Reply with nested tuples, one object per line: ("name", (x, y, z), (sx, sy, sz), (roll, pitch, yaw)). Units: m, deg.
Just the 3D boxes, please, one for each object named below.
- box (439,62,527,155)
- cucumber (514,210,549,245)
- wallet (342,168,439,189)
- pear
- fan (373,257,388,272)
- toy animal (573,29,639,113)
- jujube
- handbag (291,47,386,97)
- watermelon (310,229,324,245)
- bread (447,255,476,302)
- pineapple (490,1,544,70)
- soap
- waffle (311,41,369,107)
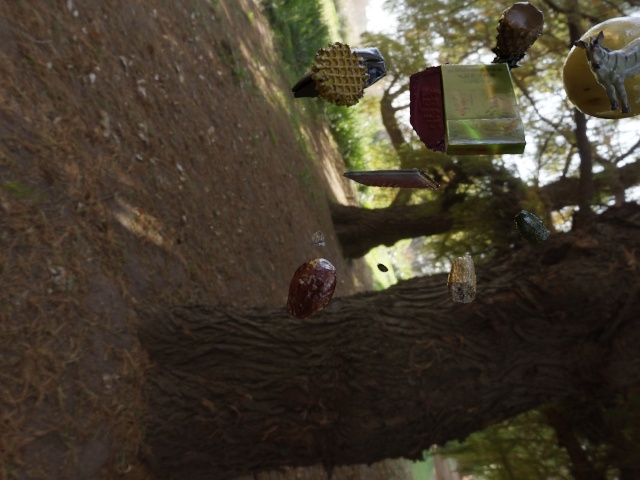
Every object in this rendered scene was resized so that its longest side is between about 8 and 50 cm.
("box", (0.390, -0.330, 1.106), (0.043, 0.173, 0.311), (80, 15, -53))
("cucumber", (0.605, -0.035, 1.295), (0.107, 0.067, 0.035), (44, 27, -11))
("wallet", (0.156, -0.136, 1.002), (0.103, 0.197, 0.020), (20, 80, -46))
("pear", (1.031, -0.591, 1.560), (0.348, 0.349, 0.348), (-14, 90, -80))
("fan", (0.255, 0.112, 1.919), (0.003, 0.080, 0.060), (-46, 162, -31))
("toy animal", (0.614, -0.359, 0.907), (0.175, 0.217, 0.073), (63, -11, -21))
("jujube", (-0.039, 0.206, 1.914), (0.197, 0.197, 0.290), (-88, -158, -58))
("handbag", (0.060, -0.642, 1.788), (0.342, 0.288, 0.152), (-25, 102, -42))
("watermelon", (0.000, 0.000, 2.039), (0.061, 0.085, 0.085), (24, -43, 58))
("bread", (0.410, 0.116, 1.307), (0.125, 0.082, 0.106), (64, 28, -48))
("pineapple", (0.565, -0.574, 1.341), (0.248, 0.128, 0.128), (83, -3, -69))
("soap", (0.364, -0.396, 1.371), (0.099, 0.162, 0.249), (-1, 88, -46))
("waffle", (0.062, -0.506, 1.387), (0.197, 0.070, 0.192), (26, 73, -28))
